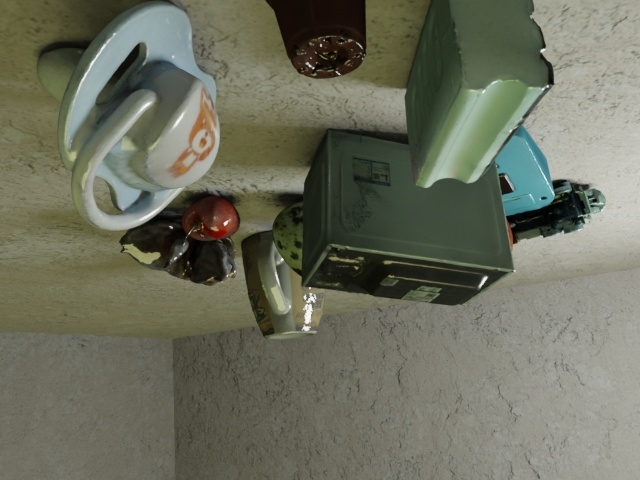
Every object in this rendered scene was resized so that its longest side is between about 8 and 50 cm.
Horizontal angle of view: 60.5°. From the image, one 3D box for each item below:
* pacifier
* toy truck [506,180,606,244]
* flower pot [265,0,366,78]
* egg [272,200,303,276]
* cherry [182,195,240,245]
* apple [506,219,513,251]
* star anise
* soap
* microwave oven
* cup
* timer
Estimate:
[{"bbox_3d":[-0.227,-0.142,0.601,0.207,0.227,0.279,34,168,10],"label":"pacifier"},{"bbox_3d":[0.507,-0.056,1.258,0.257,0.108,0.140,-20,173,36],"label":"toy truck"},{"bbox_3d":[0.000,-0.208,0.518,0.111,0.089,0.111,-5,166,-1],"label":"flower pot"},{"bbox_3d":[0.000,0.000,1.145,0.228,0.177,0.177,21,152,-38],"label":"egg"},{"bbox_3d":[-0.216,-0.043,1.083,0.106,0.087,0.126,-9,-176,8],"label":"cherry"},{"bbox_3d":[0.318,0.008,1.213,0.201,0.201,0.162,-7,153,6],"label":"apple"},{"bbox_3d":[-0.293,0.013,1.203,0.359,0.139,0.316,16,173,44],"label":"star anise"},{"bbox_3d":[0.155,-0.168,0.610,0.094,0.150,0.261,-8,165,-1],"label":"soap"},{"bbox_3d":[0.126,-0.024,0.899,0.295,0.237,0.181,8,152,-14],"label":"microwave oven"},{"bbox_3d":[-0.089,0.109,1.379,0.227,0.257,0.301,-10,163,9],"label":"cup"},{"bbox_3d":[0.284,-0.128,1.009,0.232,0.091,0.250,-13,151,31],"label":"timer"}]
